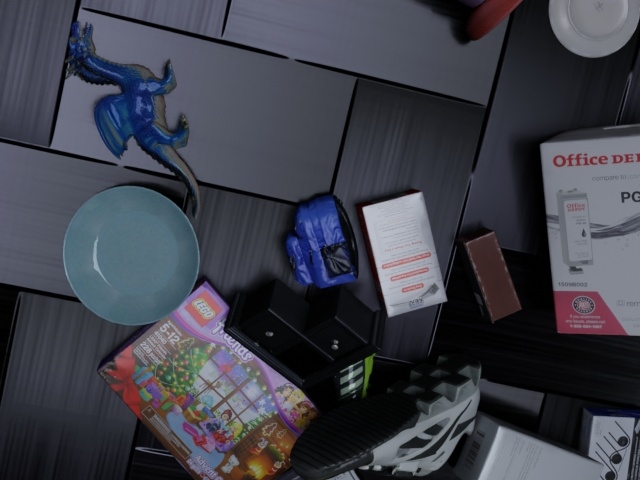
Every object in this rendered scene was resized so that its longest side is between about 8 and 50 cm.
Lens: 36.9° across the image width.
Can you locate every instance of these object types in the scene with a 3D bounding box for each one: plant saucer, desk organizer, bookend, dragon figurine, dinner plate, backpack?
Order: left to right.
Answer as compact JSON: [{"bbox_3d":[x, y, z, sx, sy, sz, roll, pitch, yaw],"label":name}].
[{"bbox_3d":[-0.254,-0.159,1.296,0.144,0.085,0.289,-15,100,-5],"label":"dragon figurine"},{"bbox_3d":[-0.260,0.020,1.334,0.195,0.037,0.195,1,97,5],"label":"plant saucer"},{"bbox_3d":[-0.020,0.112,1.321,0.157,0.072,0.156,-31,120,33],"label":"bookend"},{"bbox_3d":[0.000,0.000,1.350,0.101,0.098,0.120,-13,101,-2],"label":"backpack"},{"bbox_3d":[0.248,0.050,1.419,0.050,0.047,0.130,-22,101,-7],"label":"desk organizer"},{"bbox_3d":[0.403,-0.338,1.398,0.141,0.017,0.141,-1,98,-9],"label":"dinner plate"}]

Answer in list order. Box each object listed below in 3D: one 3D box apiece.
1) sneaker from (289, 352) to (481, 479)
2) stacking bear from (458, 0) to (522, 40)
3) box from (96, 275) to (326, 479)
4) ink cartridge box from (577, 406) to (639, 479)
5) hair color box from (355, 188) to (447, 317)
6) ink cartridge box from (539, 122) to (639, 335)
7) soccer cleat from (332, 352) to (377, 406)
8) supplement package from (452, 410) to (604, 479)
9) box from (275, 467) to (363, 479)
[{"bbox_3d":[0.108,0.289,1.355,0.330,0.122,0.146,-20,114,-31],"label":"sneaker"},{"bbox_3d":[0.168,-0.433,1.285,0.289,0.164,0.175,41,94,-6],"label":"stacking bear"},{"bbox_3d":[-0.149,0.225,1.382,0.201,0.057,0.293,-40,101,-1],"label":"box"},{"bbox_3d":[0.450,0.368,1.494,0.097,0.046,0.207,4,98,-8],"label":"ink cartridge box"},{"bbox_3d":[0.117,0.018,1.392,0.093,0.053,0.167,-15,99,-7],"label":"hair color box"},{"bbox_3d":[0.432,-0.017,1.351,0.207,0.117,0.283,-2,102,34],"label":"ink cartridge box"},{"bbox_3d":[0.041,0.200,1.411,0.072,0.060,0.179,12,95,6],"label":"soccer cleat"},{"bbox_3d":[0.309,0.342,1.436,0.179,0.105,0.105,23,88,-10],"label":"supplement package"},{"bbox_3d":[0.034,0.470,1.429,0.169,0.087,0.290,-32,101,-3],"label":"box"}]
